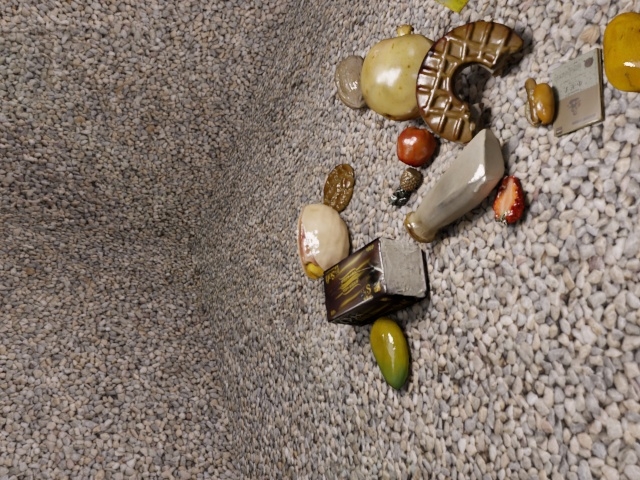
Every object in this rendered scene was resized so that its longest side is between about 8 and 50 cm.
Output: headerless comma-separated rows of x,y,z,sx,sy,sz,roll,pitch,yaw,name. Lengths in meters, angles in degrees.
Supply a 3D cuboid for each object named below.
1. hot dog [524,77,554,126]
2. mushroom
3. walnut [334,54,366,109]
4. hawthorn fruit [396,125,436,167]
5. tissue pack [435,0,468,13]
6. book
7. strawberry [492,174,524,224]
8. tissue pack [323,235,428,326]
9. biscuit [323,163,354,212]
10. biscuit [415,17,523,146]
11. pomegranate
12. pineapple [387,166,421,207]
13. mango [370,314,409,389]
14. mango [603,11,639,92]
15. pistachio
0.587,-0.376,1.518,0.090,0.060,0.140,151,127,-73,hot dog
0.406,-0.136,1.691,0.407,0.137,0.154,-55,48,40,mushroom
0.142,-0.640,2.312,0.178,0.178,0.231,-37,54,50,walnut
0.320,-0.315,1.909,0.133,0.132,0.138,-133,50,-56,hawthorn fruit
0.408,-0.848,1.896,0.062,0.176,0.095,-46,42,42,tissue pack
0.660,-0.380,1.451,0.138,0.016,0.199,-18,65,58,book
0.527,-0.110,1.562,0.104,0.048,0.152,-21,48,64,strawberry
0.176,0.152,1.926,0.370,0.198,0.210,-37,53,51,tissue pack
0.074,-0.222,2.399,0.226,0.042,0.226,-30,54,52,biscuit
0.424,-0.485,1.691,0.268,0.115,0.366,24,103,17,biscuit
0.281,-0.568,1.911,0.319,0.319,0.319,-29,55,54,pomegranate
0.292,-0.181,1.978,0.159,0.074,0.074,-61,34,37,pineapple
0.235,0.364,1.861,0.137,0.091,0.237,-60,40,39,mango
0.712,-0.430,1.283,0.147,0.109,0.227,-54,36,43,mango
0.000,0.000,2.259,0.230,0.229,0.309,-32,53,53,pistachio
